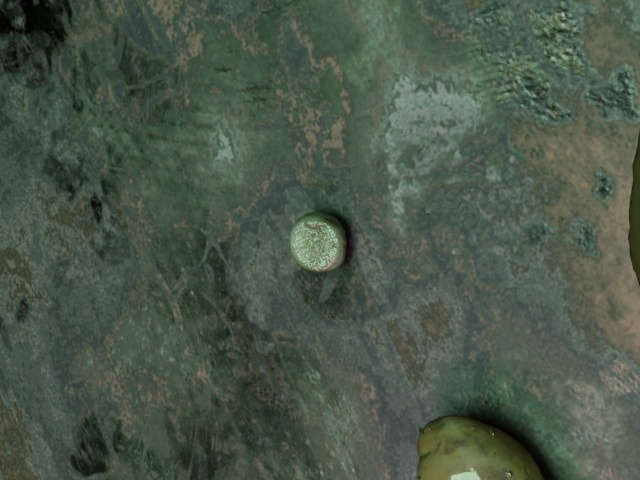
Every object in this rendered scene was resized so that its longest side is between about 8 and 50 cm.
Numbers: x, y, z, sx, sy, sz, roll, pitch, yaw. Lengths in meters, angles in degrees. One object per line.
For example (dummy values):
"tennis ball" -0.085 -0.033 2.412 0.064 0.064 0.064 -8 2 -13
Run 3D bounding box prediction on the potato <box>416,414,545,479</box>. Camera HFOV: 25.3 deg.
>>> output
"potato" 0.208 0.328 1.812 0.161 0.128 0.235 -36 83 39

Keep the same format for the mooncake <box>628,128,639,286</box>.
"mooncake" 0.548 -0.040 1.423 0.467 0.262 0.467 5 100 34

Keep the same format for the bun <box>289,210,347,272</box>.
"bun" 0.000 0.000 1.946 0.086 0.055 0.086 6 106 21
